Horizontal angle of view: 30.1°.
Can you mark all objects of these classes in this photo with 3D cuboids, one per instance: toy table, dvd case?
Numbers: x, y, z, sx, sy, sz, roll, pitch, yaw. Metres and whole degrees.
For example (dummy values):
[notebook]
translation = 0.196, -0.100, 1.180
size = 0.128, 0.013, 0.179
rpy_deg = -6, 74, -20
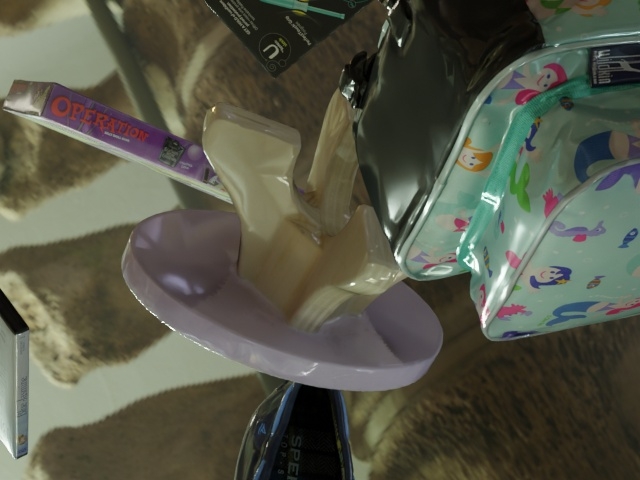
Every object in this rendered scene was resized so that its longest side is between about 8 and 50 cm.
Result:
[toy table]
translation = 0.000, 0.000, 0.946
size = 0.161, 0.274, 0.252
rpy_deg = -61, -149, 31
[dvd case]
translation = -0.417, 0.136, 1.493
size = 0.022, 0.253, 0.180
rpy_deg = -24, -125, -33

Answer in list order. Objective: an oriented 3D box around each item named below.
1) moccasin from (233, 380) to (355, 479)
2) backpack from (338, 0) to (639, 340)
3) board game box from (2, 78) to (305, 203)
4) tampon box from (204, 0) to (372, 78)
[moccasin]
translation = -0.030, 0.253, 0.976
size = 0.138, 0.116, 0.342
rpy_deg = 8, -133, -16
[backpack]
translation = 0.165, -0.070, 0.623
size = 0.254, 0.225, 0.191
rpy_deg = -15, -115, -18
[board game box]
translation = -0.203, -0.110, 1.469
size = 0.208, 0.347, 0.056
rpy_deg = 26, -87, 62
[tampon box]
translation = -0.021, -0.279, 1.285
size = 0.161, 0.120, 0.101
rpy_deg = -35, -164, 27
